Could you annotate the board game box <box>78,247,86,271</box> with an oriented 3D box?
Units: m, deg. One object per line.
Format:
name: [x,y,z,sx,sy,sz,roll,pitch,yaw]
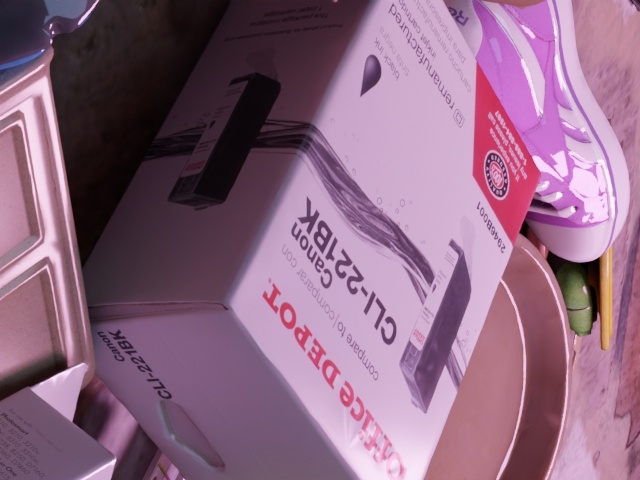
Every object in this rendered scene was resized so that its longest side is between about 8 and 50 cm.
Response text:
board game box: [-0.175,0.005,0.941,0.124,0.039,0.259,-57,148,-28]

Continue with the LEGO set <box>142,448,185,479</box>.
LEGO set: [-0.064,0.076,1.225,0.244,0.060,0.182,-64,165,-16]

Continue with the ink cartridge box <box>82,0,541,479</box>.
ink cartridge box: [0.000,0.000,1.099,0.197,0.114,0.273,55,46,-36]

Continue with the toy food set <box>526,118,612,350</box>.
toy food set: [0.213,0.001,1.699,0.218,0.071,0.128,82,11,-46]

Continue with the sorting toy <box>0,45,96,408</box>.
sorting toy: [-0.221,0.067,0.842,0.307,0.041,0.229,-38,146,-34]

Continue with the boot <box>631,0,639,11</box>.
boot: [0.307,-0.274,1.697,0.246,0.083,0.161,18,95,-63]

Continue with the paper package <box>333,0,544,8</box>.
paper package: [0.103,-0.291,1.038,0.309,0.168,0.325,-10,92,-65]

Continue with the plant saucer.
plant saucer: [0.094,0.121,1.479,0.278,0.041,0.278,-14,108,-47]

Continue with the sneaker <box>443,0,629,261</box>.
sneaker: [0.125,-0.065,1.425,0.161,0.102,0.282,-50,131,-33]

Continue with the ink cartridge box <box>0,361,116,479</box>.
ink cartridge box: [-0.157,0.139,0.907,0.181,0.061,0.104,-29,147,-46]

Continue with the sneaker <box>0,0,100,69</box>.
sneaker: [-0.103,-0.240,0.833,0.139,0.125,0.341,47,55,-43]

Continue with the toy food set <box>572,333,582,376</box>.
toy food set: [0.192,0.105,1.768,0.122,0.019,0.078,-17,121,-51]
